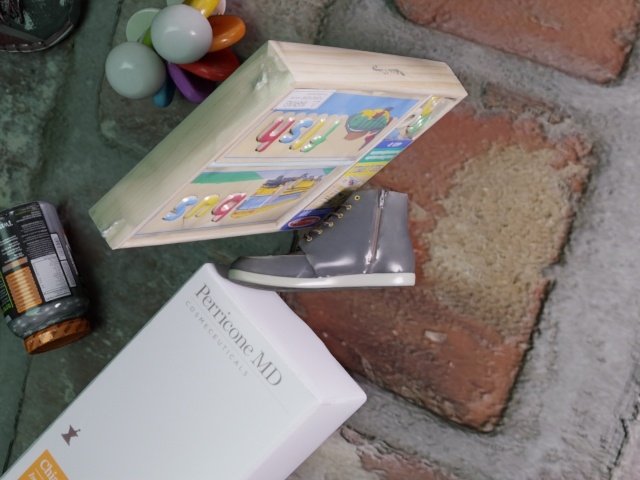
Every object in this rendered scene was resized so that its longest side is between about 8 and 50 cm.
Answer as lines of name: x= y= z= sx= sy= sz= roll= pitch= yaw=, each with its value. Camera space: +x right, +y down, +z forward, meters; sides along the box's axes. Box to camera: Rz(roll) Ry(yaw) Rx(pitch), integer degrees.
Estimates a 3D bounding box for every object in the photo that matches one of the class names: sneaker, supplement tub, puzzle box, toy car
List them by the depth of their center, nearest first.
puzzle box: x=-0.030 y=-0.098 z=1.390 sx=0.272 sy=0.409 sz=0.052 roll=-40 pitch=75 yaw=26
sneaker: x=0.000 y=0.000 z=1.535 sx=0.222 sy=0.083 sz=0.118 roll=-1 pitch=84 yaw=-9
toy car: x=-0.172 y=-0.236 z=1.626 sx=0.182 sy=0.159 sz=0.136 roll=-33 pitch=114 yaw=26
sneaker: x=-0.473 y=-0.305 z=1.758 sx=0.281 sy=0.162 sz=0.106 roll=-8 pitch=90 yaw=29
supplement tub: x=-0.387 y=0.052 z=1.762 sx=0.117 sy=0.117 sz=0.190 roll=-26 pitch=81 yaw=28

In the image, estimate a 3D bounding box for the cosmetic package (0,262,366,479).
cosmetic package: x=-0.191 y=0.266 z=1.600 sx=0.453 sy=0.161 sz=0.230 roll=-46 pitch=71 yaw=12
